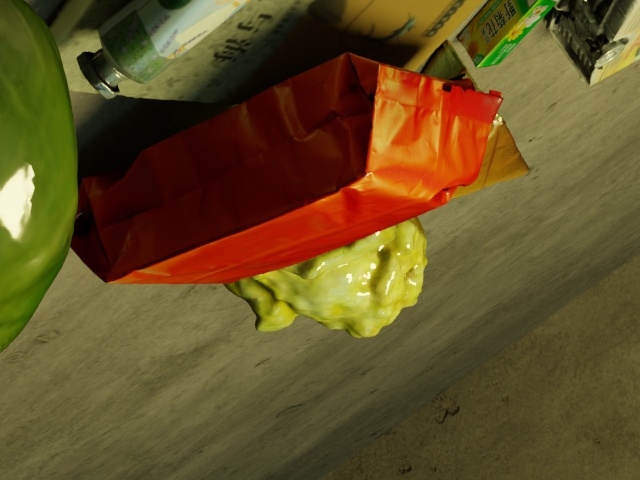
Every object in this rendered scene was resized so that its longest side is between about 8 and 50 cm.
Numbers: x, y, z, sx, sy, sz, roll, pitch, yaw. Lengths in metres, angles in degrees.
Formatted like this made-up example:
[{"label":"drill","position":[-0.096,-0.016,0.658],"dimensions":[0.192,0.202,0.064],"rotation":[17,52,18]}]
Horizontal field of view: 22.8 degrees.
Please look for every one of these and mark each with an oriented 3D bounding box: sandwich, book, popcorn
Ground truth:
[{"label":"sandwich","position":[0.184,-0.145,1.748],"dimensions":[0.144,0.117,0.187],"rotation":[-23,161,-28]},{"label":"book","position":[-0.019,-0.200,1.293],"dimensions":[0.389,0.032,0.269],"rotation":[-2,148,-42]},{"label":"popcorn","position":[0.000,0.000,1.672],"dimensions":[0.256,0.194,0.255],"rotation":[31,153,-34]}]

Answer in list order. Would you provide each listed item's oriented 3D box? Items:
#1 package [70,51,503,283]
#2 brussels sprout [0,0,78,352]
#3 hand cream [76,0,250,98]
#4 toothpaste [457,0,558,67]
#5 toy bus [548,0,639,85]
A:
[{"label":"package","position":[-0.049,-0.049,1.437],"dimensions":[0.424,0.123,0.196],"rotation":[-19,165,34]},{"label":"brussels sprout","position":[-0.305,-0.038,0.959],"dimensions":[0.315,0.275,0.371],"rotation":[-8,154,-44]},{"label":"hand cream","position":[-0.072,-0.198,1.163],"dimensions":[0.256,0.055,0.088],"rotation":[-38,147,11]},{"label":"toothpaste","position":[0.206,-0.243,1.613],"dimensions":[0.037,0.043,0.178],"rotation":[-13,157,-37]},{"label":"toy bus","position":[0.328,-0.276,1.622],"dimensions":[0.138,0.097,0.342],"rotation":[-27,164,-17]}]
